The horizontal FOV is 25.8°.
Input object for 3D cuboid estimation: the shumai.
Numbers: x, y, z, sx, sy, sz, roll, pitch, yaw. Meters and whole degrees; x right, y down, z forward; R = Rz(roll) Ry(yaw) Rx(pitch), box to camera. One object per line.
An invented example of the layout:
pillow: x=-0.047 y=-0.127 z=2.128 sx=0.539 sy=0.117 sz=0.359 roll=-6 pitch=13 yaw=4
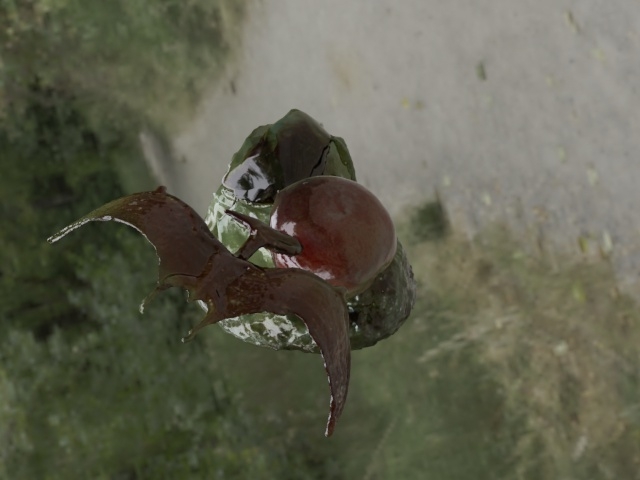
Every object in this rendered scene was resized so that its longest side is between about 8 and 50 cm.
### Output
shumai: x=-0.037 y=-0.035 z=2.282 sx=0.395 sy=0.395 sz=0.348 roll=-117 pitch=22 yaw=-60

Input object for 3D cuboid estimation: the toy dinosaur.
toy dinosaur: x=-0.119 y=0.051 z=1.403 sx=0.206 sy=0.327 sz=0.113 roll=-86 pitch=14 yaw=-52

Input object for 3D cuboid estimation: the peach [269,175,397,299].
peach: x=0.000 y=0.000 z=1.557 sx=0.152 sy=0.152 sz=0.152 roll=166 pitch=90 yaw=-83
